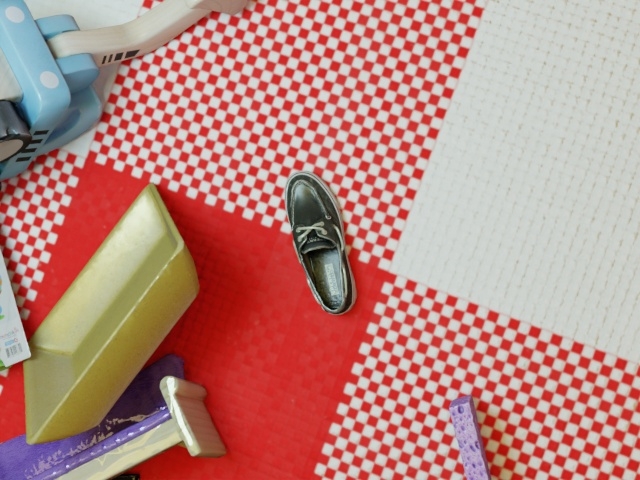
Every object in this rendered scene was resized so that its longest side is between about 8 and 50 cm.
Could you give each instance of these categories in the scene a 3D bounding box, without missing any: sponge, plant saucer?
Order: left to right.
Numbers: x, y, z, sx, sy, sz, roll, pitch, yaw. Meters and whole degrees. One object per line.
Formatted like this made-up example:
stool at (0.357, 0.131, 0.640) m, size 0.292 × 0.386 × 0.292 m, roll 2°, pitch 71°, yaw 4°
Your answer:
plant saucer at (-0.287, 0.105, 1.566) m, size 0.081 × 0.333 × 0.333 m, roll 36°, pitch 95°, yaw -23°
sponge at (0.217, 0.320, 1.522) m, size 0.031 × 0.117 × 0.210 m, roll -15°, pitch 84°, yaw 8°

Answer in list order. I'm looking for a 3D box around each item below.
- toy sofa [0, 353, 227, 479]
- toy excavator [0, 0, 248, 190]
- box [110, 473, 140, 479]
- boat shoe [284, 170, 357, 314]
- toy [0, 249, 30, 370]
toy sofa at (-0.335, 0.303, 1.593) m, size 0.362 × 0.150 × 0.177 m, roll -27°, pitch 75°, yaw 4°
toy excavator at (-0.369, -0.264, 1.632) m, size 0.433 × 0.445 × 0.222 m, roll -38°, pitch 79°, yaw 49°
box at (-0.326, 0.432, 1.667) m, size 0.116 × 0.029 × 0.162 m, roll -2°, pitch 85°, yaw 10°
boat shoe at (0.000, 0.000, 1.605) m, size 0.078 × 0.070 × 0.219 m, roll -20°, pitch 83°, yaw 9°
toy at (-0.516, 0.090, 1.704) m, size 0.137 × 0.056 × 0.237 m, roll -23°, pitch 73°, yaw 17°
